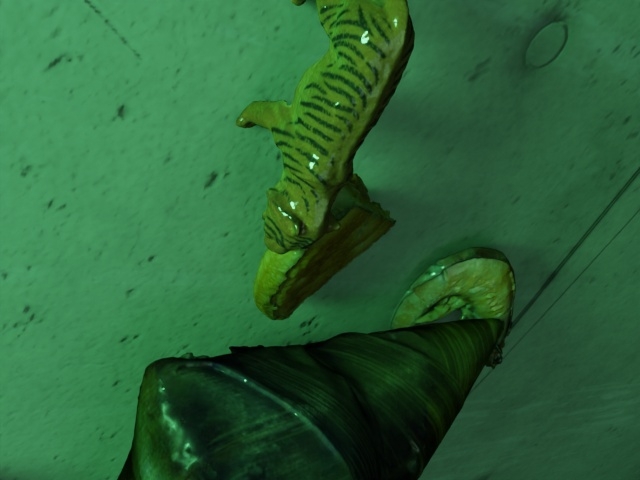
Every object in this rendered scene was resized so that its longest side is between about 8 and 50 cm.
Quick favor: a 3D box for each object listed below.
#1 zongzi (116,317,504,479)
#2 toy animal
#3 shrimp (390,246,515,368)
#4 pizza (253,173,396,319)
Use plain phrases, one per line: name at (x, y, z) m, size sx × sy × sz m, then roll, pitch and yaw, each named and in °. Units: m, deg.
zongzi at (-0.024, 0.247, 0.806) m, size 0.432 × 0.208 × 0.403 m, roll -13°, pitch 143°, yaw -45°
toy animal at (0.010, -0.100, 0.507) m, size 0.056 × 0.099 × 0.241 m, roll -1°, pitch 132°, yaw -40°
shrimp at (0.154, 0.091, 0.892) m, size 0.143 × 0.052 × 0.251 m, roll -26°, pitch 136°, yaw 2°
pizza at (-0.001, 0.000, 0.643) m, size 0.134 × 0.046 × 0.175 m, roll -25°, pitch 160°, yaw -44°
